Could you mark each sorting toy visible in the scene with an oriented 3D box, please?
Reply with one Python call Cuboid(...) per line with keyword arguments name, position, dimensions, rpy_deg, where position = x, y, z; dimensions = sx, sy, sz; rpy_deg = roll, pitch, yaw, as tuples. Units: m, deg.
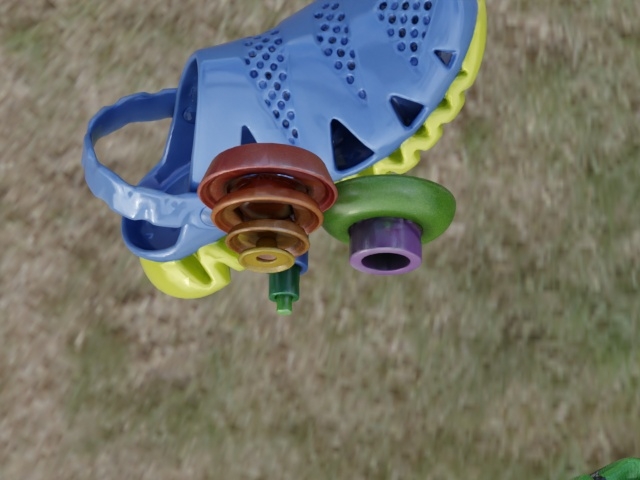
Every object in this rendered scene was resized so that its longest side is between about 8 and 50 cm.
Cuboid(name="sorting toy", position=(0.000, 0.000, 0.708), dimensions=(0.102, 0.042, 0.061), rpy_deg=(15, 153, -31))

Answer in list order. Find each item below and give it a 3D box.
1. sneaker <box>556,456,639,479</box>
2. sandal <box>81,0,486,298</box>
Cuboid(name="sneaker", position=(0.140, 0.227, 1.338), dimensions=(0.134, 0.343, 0.146), rpy_deg=(31, 115, 22))
Cuboid(name="sandal", position=(-0.032, -0.083, 1.273), dimensions=(0.317, 0.126, 0.138), rpy_deg=(-39, 134, 21))
